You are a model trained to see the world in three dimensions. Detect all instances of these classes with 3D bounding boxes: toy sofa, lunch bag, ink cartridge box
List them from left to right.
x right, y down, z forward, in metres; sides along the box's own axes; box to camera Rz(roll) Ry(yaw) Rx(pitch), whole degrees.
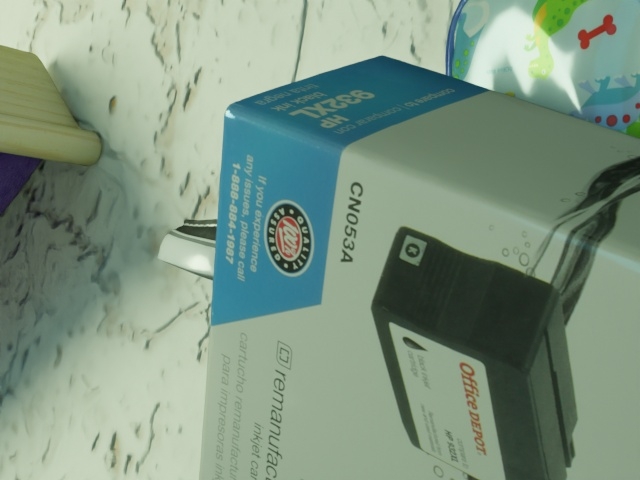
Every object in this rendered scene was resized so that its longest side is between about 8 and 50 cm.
[{"bbox_3d":[-0.329,0.024,1.061,0.362,0.150,0.177,-47,60,24],"label":"toy sofa"},{"bbox_3d":[0.101,0.071,0.624,0.307,0.129,0.223,23,119,33],"label":"ink cartridge box"},{"bbox_3d":[0.167,-0.057,0.691,0.219,0.090,0.176,-2,85,42],"label":"lunch bag"}]

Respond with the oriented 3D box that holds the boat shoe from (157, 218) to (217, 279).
[{"bbox_3d":[0.000,0.000,0.832,0.228,0.080,0.076,8,81,40],"label":"boat shoe"}]
